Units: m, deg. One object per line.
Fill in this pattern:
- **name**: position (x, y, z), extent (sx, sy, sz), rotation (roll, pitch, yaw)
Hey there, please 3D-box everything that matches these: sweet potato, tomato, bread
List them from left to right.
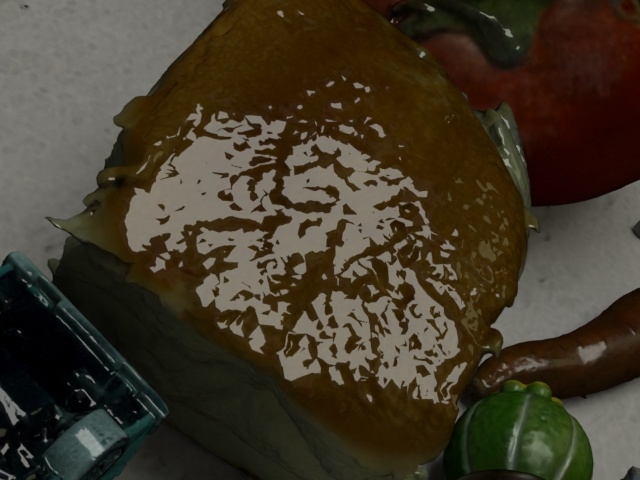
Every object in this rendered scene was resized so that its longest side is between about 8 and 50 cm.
- **bread**: position (0.000, 0.000, 1.063), extent (0.250, 0.225, 0.279), rotation (33, 58, 1)
- **tomato**: position (0.147, -0.182, 1.273), extent (0.321, 0.321, 0.321), rotation (16, 48, -19)
- **sweet potato**: position (0.201, 0.066, 1.256), extent (0.264, 0.057, 0.057), rotation (-20, 66, -39)

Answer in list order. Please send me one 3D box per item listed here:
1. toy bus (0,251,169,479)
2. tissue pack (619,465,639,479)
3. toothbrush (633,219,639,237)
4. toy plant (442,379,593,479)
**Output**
- **toy bus**: position (-0.209, 0.124, 0.895), extent (0.128, 0.147, 0.256), rotation (45, 40, 11)
- **tissue pack**: position (0.235, 0.218, 1.142), extent (0.155, 0.065, 0.115), rotation (25, 47, -13)
- **toothbrush**: position (0.296, -0.038, 1.427), extent (0.194, 0.014, 0.017), rotation (-26, 71, -42)
- **toy plant**: position (0.112, 0.152, 1.105), extent (0.093, 0.093, 0.162), rotation (26, 46, -10)
